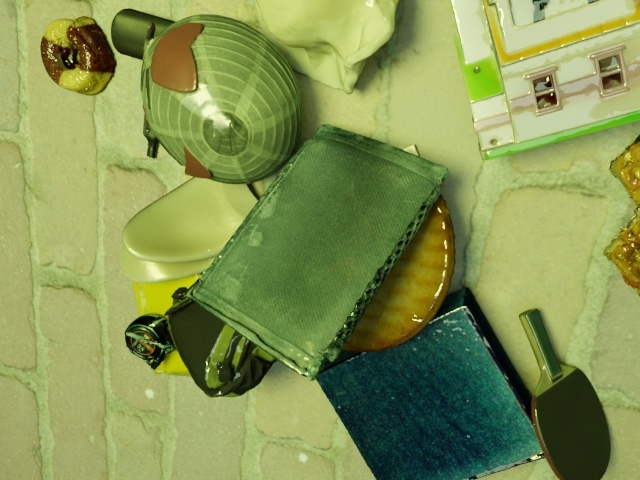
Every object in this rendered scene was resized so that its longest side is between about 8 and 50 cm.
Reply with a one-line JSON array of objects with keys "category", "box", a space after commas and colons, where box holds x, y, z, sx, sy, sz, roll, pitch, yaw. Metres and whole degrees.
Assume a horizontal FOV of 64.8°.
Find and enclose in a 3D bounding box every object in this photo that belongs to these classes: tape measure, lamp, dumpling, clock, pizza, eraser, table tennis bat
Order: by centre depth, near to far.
[{"category": "clock", "box": [0.290, -0.291, 0.647, 0.235, 0.166, 0.309, -13, 106, 20]}, {"category": "pizza", "box": [0.483, -0.035, 0.688, 0.161, 0.085, 0.305, 3, 103, 18]}, {"category": "dumpling", "box": [-0.010, -0.370, 0.746, 0.318, 0.187, 0.243, 51, 151, 9]}, {"category": "lamp", "box": [-0.144, -0.205, 0.753, 0.233, 0.233, 0.265, -4, 126, 18]}, {"category": "table tennis bat", "box": [0.368, 0.238, 0.773, 0.021, 0.154, 0.274, -28, 81, 58]}, {"category": "tape measure", "box": [-0.312, 0.182, 0.932, 0.091, 0.054, 0.094, -42, 94, 22]}, {"category": "eraser", "box": [-0.269, 0.149, 0.976, 0.158, 0.069, 0.226, -6, 100, 16]}]

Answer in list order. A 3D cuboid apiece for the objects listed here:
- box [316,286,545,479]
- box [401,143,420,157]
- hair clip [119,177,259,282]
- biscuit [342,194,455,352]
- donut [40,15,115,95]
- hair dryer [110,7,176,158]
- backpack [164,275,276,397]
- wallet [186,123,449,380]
[{"category": "box", "box": [0.181, 0.257, 0.835, 0.279, 0.116, 0.261, -29, 91, 22]}, {"category": "box", "box": [0.122, -0.119, 0.818, 0.083, 0.012, 0.046, -22, 95, 21]}, {"category": "hair clip", "box": [-0.224, -0.024, 0.882, 0.282, 0.113, 0.172, -29, 77, -15]}, {"category": "biscuit", "box": [0.061, 0.019, 0.800, 0.318, 0.040, 0.318, -4, 83, 35]}, {"category": "donut", "box": [-0.448, -0.339, 0.923, 0.140, 0.059, 0.140, 5, 105, 20]}, {"category": "hair dryer", "box": [-0.265, -0.254, 0.888, 0.195, 0.078, 0.248, 20, 118, 11]}, {"category": "backpack", "box": [-0.135, 0.118, 0.822, 0.253, 0.140, 0.207, -50, 59, 12]}, {"category": "wallet", "box": [0.000, 0.000, 0.714, 0.237, 0.075, 0.342, 25, 71, 30]}]
